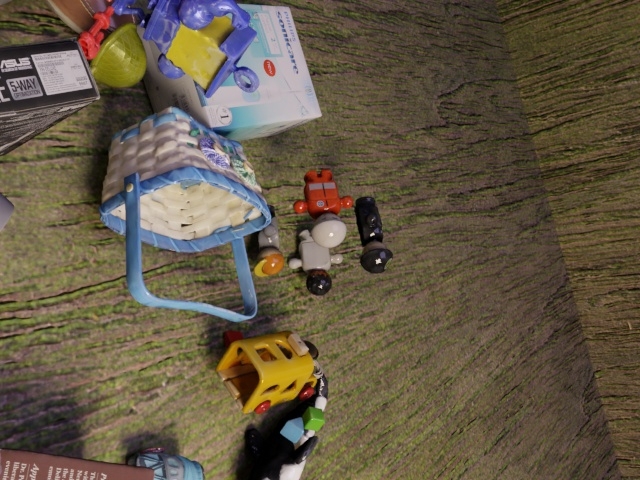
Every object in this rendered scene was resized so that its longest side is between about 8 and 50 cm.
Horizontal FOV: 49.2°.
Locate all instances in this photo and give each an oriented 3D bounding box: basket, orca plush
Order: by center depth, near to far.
[{"bbox_3d":[-0.194,-0.031,1.023,0.255,0.201,0.288,23,55,-59],"label":"basket"},{"bbox_3d":[-0.068,0.325,1.159,0.102,0.151,0.287,32,52,-1],"label":"orca plush"}]

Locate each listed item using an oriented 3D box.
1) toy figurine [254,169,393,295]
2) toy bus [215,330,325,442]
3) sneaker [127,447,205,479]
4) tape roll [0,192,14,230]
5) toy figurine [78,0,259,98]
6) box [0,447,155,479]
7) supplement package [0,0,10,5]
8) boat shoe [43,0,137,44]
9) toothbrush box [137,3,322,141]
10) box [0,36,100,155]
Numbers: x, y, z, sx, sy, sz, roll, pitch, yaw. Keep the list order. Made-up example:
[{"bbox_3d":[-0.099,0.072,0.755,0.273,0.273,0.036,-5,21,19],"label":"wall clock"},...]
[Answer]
[{"bbox_3d":[0.000,0.000,1.249,0.213,0.210,0.148,28,41,-46],"label":"toy figurine"},{"bbox_3d":[-0.061,0.197,1.120,0.191,0.104,0.202,26,29,-12],"label":"toy bus"},{"bbox_3d":[-0.255,0.407,0.934,0.125,0.104,0.261,30,51,-20],"label":"sneaker"},{"bbox_3d":[-0.430,0.013,0.730,0.072,0.219,0.219,52,45,-27],"label":"tape roll"},{"bbox_3d":[-0.194,-0.239,0.943,0.217,0.362,0.191,31,57,-14],"label":"toy figurine"},{"bbox_3d":[-0.328,0.332,0.791,0.203,0.167,0.168,28,58,-42],"label":"box"},{"bbox_3d":[-0.356,-0.441,0.878,0.175,0.293,0.177,-128,-167,-77],"label":"supplement package"},{"bbox_3d":[-0.371,-0.440,1.021,0.324,0.116,0.123,57,43,-21],"label":"boat shoe"},{"bbox_3d":[-0.156,-0.289,1.224,0.295,0.126,0.216,-19,93,-52],"label":"toothbrush box"},{"bbox_3d":[-0.434,-0.124,0.752,0.307,0.242,0.076,-29,101,-49],"label":"box"}]
